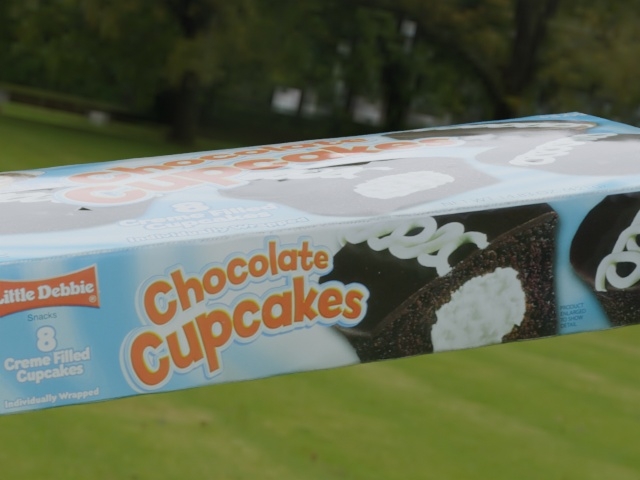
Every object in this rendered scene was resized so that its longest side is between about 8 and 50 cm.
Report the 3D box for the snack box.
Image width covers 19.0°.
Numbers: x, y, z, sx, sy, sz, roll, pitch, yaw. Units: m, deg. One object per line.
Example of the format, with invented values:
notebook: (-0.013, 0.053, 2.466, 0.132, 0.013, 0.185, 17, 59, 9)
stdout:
snack box: (0.000, 0.000, 0.768, 0.322, 0.060, 0.187, -7, 12, -17)
